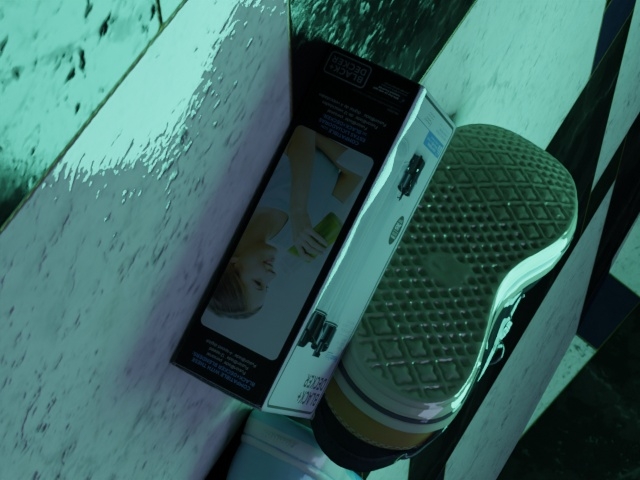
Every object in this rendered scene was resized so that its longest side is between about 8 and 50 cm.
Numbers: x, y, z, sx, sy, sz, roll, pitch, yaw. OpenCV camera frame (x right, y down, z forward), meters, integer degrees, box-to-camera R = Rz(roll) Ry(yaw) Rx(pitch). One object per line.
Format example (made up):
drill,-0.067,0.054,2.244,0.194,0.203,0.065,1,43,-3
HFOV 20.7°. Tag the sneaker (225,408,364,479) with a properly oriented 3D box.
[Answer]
sneaker,-0.047,0.304,1.741,0.208,0.127,0.319,-61,155,-15

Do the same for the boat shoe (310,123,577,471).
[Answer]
boat shoe,0.117,0.044,1.733,0.156,0.186,0.500,-60,178,41

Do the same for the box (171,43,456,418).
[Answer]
box,0.000,0.000,1.458,0.290,0.087,0.169,-63,164,-2
